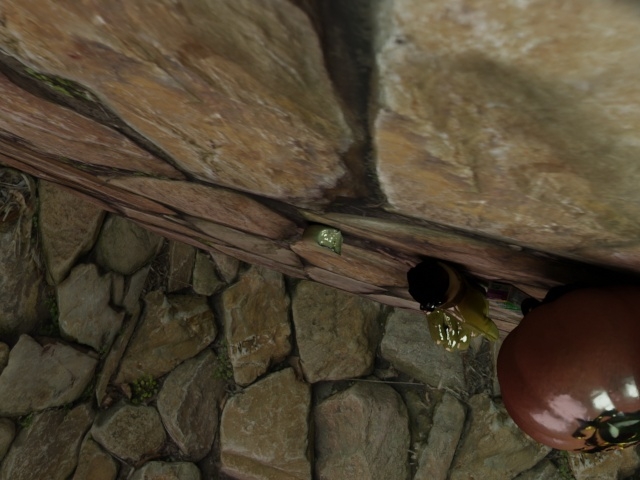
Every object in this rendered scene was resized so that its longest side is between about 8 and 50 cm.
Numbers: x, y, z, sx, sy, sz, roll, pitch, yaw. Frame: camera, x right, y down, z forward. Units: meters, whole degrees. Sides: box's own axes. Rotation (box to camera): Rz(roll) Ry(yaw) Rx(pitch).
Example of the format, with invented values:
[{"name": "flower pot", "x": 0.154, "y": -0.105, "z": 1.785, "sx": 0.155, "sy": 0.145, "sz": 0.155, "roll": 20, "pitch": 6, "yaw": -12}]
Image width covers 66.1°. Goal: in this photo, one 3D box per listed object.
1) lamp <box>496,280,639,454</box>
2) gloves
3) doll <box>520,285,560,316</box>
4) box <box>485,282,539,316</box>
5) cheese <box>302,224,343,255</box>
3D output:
[{"name": "lamp", "x": 0.420, "y": 0.183, "z": 0.759, "sx": 0.306, "sy": 0.239, "sz": 0.305, "roll": -5, "pitch": 133, "yaw": -5}, {"name": "gloves", "x": 0.299, "y": 0.144, "z": 1.103, "sx": 0.154, "sy": 0.141, "sz": 0.331, "roll": -16, "pitch": 145, "yaw": 25}, {"name": "doll", "x": 0.489, "y": 0.169, "z": 0.965, "sx": 0.249, "sy": 0.088, "sz": 0.127, "roll": 35, "pitch": 152, "yaw": -31}, {"name": "box", "x": 0.440, "y": 0.138, "z": 1.098, "sx": 0.207, "sy": 0.041, "sz": 0.050, "roll": 24, "pitch": 169, "yaw": -41}, {"name": "cheese", "x": 0.007, "y": 0.002, "z": 1.071, "sx": 0.092, "sy": 0.047, "sz": 0.171, "roll": 19, "pitch": 171, "yaw": 4}]
